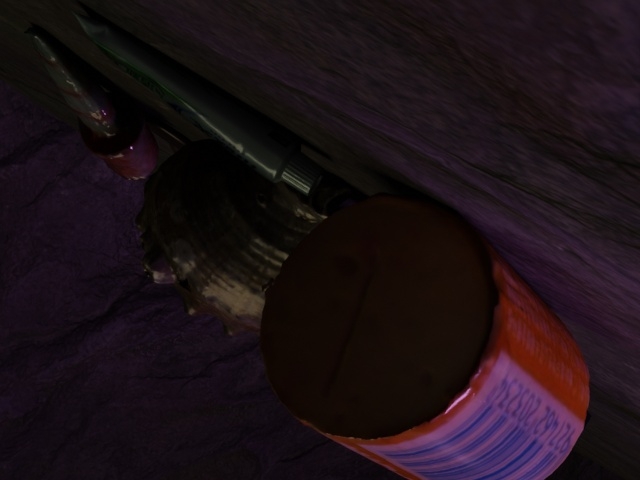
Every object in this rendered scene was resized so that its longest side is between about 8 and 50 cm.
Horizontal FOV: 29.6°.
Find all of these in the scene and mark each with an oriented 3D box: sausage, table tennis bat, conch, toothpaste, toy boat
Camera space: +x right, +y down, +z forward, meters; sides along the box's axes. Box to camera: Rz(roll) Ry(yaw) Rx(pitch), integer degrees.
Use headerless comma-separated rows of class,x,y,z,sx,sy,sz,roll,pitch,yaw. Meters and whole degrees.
sausage,0.110,0.114,1.151,0.233,0.233,0.287,29,176,35
table tennis bat,-0.258,-0.115,1.880,0.108,0.119,0.170,32,174,10
conch,-0.064,0.020,1.422,0.297,0.210,0.352,33,175,-26
toothpaste,-0.125,-0.139,1.200,0.297,0.048,0.075,34,175,8
toy boat,-0.345,-0.215,1.714,0.206,0.096,0.282,47,177,41

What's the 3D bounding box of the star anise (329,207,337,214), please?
star anise,0.000,0.000,1.626,0.272,0.102,0.272,26,146,19

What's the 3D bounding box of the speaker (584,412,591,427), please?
speaker,0.390,0.275,2.174,0.218,0.044,0.082,35,174,-34
